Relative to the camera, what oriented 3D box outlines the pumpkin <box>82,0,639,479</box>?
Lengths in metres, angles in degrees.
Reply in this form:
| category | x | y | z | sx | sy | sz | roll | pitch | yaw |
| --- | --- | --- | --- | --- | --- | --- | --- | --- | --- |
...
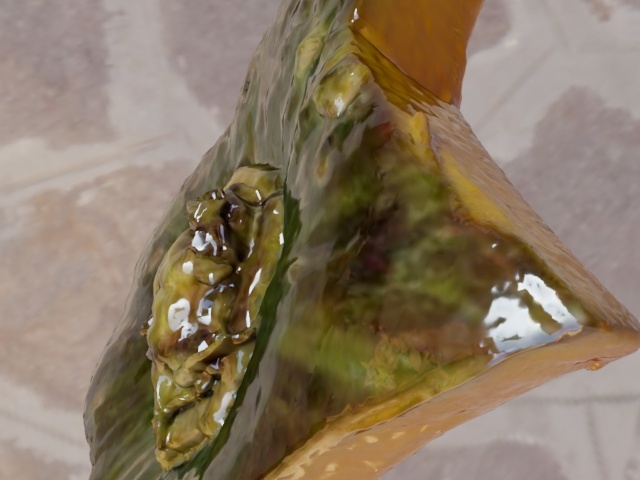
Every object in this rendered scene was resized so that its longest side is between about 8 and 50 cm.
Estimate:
| category | x | y | z | sx | sy | sz | roll | pitch | yaw |
| --- | --- | --- | --- | --- | --- | --- | --- | --- | --- |
| pumpkin | -0.010 | 0.024 | 0.609 | 0.095 | 0.258 | 0.290 | 22 | 130 | -14 |
